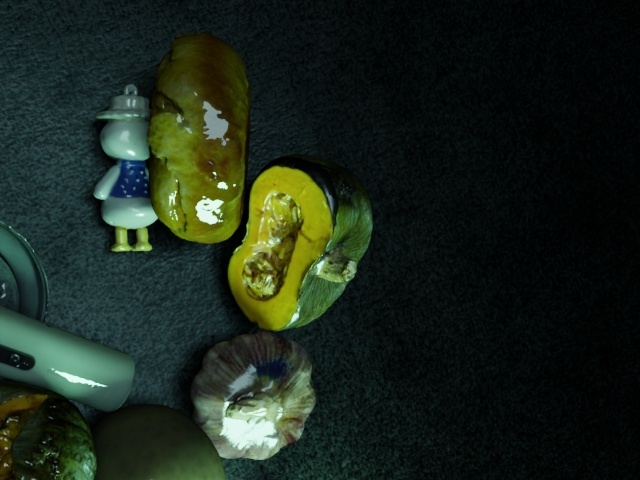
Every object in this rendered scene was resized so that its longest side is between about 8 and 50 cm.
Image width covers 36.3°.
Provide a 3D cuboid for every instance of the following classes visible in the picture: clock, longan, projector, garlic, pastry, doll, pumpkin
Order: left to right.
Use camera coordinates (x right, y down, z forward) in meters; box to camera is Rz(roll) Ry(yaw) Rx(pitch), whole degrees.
[{"bbox_3d":[-0.596,0.099,1.561,0.313,0.061,0.312,-7,102,-33],"label":"clock"},{"bbox_3d":[-0.494,0.356,1.462,0.320,0.320,0.192,-30,137,-21],"label":"pumpkin"},{"bbox_3d":[-0.463,0.178,1.563,0.338,0.108,0.108,28,75,-36],"label":"projector"},{"bbox_3d":[-0.334,-0.127,1.709,0.138,0.119,0.293,-2,92,-37],"label":"doll"},{"bbox_3d":[-0.279,0.400,1.613,0.258,0.258,0.258,2,85,-22],"label":"longan"},{"bbox_3d":[-0.201,-0.170,1.651,0.164,0.356,0.355,0,85,-3],"label":"pastry"},{"bbox_3d":[-0.111,0.278,1.720,0.245,0.160,0.244,-4,99,-26],"label":"garlic"},{"bbox_3d":[0.000,0.000,1.740,0.232,0.242,0.324,-14,135,-47],"label":"pumpkin"}]
